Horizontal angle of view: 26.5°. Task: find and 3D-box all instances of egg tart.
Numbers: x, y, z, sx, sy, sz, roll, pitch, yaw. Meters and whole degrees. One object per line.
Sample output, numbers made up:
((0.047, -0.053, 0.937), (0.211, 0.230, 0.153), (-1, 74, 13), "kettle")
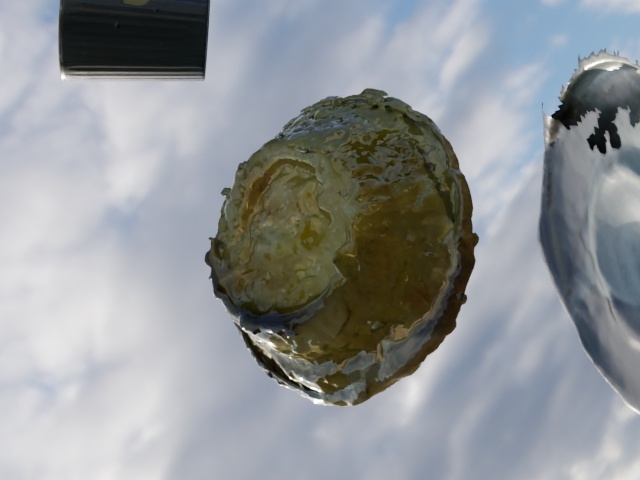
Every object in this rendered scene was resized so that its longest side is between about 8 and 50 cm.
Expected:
((0.000, 0.000, 1.382), (0.132, 0.345, 0.345), (14, -70, -46), "egg tart")

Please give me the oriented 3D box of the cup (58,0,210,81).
((-0.197, -0.246, 1.473), (0.131, 0.155, 0.176), (99, 174, -50), "cup")

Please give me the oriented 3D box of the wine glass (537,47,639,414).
((0.200, -0.023, 0.424), (0.241, 0.126, 0.126), (-15, -34, -14), "wine glass")
